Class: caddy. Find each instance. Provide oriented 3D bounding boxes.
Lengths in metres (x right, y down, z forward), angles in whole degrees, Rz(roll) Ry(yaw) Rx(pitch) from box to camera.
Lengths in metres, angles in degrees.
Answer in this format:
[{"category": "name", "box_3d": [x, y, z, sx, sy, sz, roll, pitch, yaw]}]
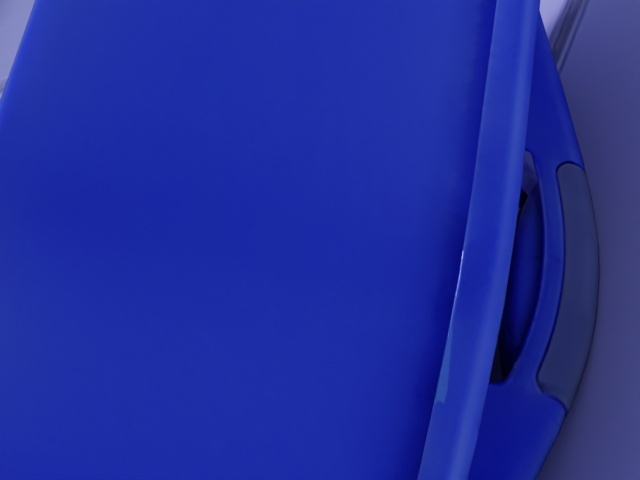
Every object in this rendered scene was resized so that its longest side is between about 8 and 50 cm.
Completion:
[{"category": "caddy", "box_3d": [0.000, 0.000, 0.546, 0.241, 0.179, 0.341, 103, 178, -55]}]
